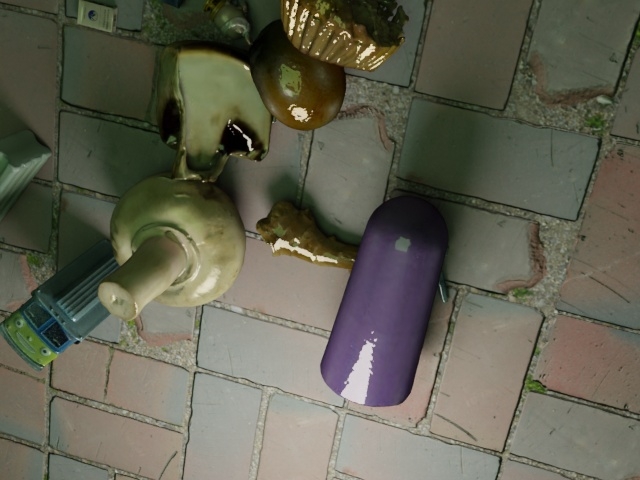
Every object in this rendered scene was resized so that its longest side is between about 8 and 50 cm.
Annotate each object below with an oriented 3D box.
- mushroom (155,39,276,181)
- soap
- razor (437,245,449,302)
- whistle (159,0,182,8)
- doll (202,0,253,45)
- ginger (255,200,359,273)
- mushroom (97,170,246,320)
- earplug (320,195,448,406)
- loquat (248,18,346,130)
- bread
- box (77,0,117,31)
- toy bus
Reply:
[{"bbox_3d":[-0.228,-0.275,1.741,0.217,0.212,0.292,-9,100,-29],"label":"mushroom"},{"bbox_3d":[-0.768,-0.128,1.912,0.087,0.160,0.265,44,116,-4],"label":"soap"},{"bbox_3d":[0.263,0.078,1.796,0.068,0.040,0.135,-7,116,18],"label":"razor"},{"bbox_3d":[-0.256,-0.617,1.639,0.062,0.062,0.304,30,116,1],"label":"whistle"},{"bbox_3d":[-0.176,-0.459,1.679,0.127,0.073,0.084,42,83,-2],"label":"doll"},{"bbox_3d":[0.000,0.000,1.811,0.294,0.086,0.131,16,103,-1],"label":"ginger"},{"bbox_3d":[-0.337,0.027,1.818,0.315,0.315,0.356,34,81,0],"label":"mushroom"},{"bbox_3d":[0.146,0.118,1.722,0.215,0.215,0.456,17,118,8],"label":"earplug"},{"bbox_3d":[-0.045,-0.336,1.636,0.179,0.179,0.228,-20,107,21],"label":"loquat"},{"bbox_3d":[0.033,-0.427,1.526,0.274,0.274,0.149,36,123,-1],"label":"bread"},{"bbox_3d":[-0.486,-0.490,1.770,0.083,0.024,0.054,16,116,7],"label":"box"},{"bbox_3d":[-0.576,0.146,1.888,0.190,0.312,0.152,-35,99,26],"label":"toy bus"}]
